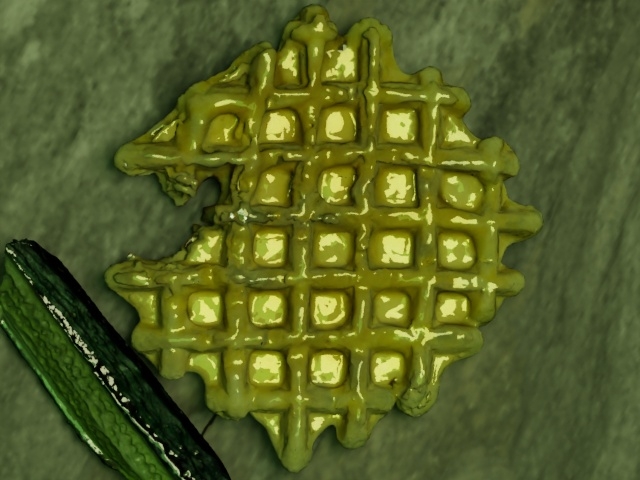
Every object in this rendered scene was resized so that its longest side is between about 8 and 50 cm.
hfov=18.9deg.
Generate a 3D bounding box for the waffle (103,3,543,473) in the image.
[{"bbox_3d":[-0.001,0.000,1.199,0.261,0.056,0.250,-42,96,-8],"label":"waffle"}]

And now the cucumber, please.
[{"bbox_3d":[-0.130,0.094,1.181,0.220,0.070,0.046,54,45,-4],"label":"cucumber"}]
